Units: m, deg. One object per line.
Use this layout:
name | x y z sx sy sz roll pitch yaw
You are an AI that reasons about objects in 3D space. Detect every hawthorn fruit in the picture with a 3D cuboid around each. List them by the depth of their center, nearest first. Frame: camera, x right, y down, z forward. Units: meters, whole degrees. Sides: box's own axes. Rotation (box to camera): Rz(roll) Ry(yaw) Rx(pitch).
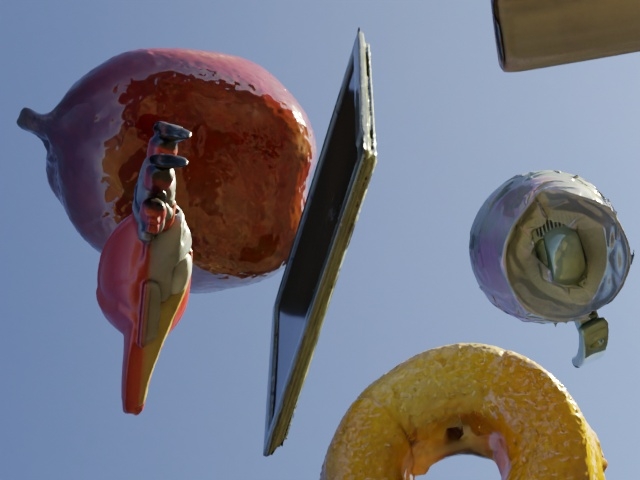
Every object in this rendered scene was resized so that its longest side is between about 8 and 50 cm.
hawthorn fruit | -0.144 -0.082 1.694 0.311 0.295 0.295 36 -100 -53

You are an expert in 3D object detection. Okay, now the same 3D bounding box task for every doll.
doll | -0.105 0.010 0.941 0.057 0.109 0.169 1 -51 -7

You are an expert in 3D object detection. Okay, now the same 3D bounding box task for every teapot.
teapot | 0.096 0.013 0.627 0.064 0.064 0.083 -21 -86 1

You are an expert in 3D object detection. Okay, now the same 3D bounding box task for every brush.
brush | 0.267 -0.161 0.984 0.050 0.320 0.060 -83 -17 -72

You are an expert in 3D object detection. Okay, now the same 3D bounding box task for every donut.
donut | 0.136 0.235 1.569 0.303 0.303 0.110 -53 -23 -19

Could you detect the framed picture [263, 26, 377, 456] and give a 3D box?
framed picture | 0.000 0.000 1.302 0.231 0.018 0.293 -89 14 -60
